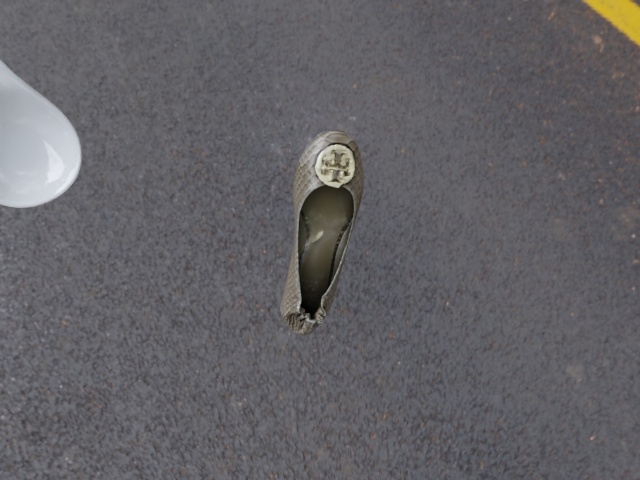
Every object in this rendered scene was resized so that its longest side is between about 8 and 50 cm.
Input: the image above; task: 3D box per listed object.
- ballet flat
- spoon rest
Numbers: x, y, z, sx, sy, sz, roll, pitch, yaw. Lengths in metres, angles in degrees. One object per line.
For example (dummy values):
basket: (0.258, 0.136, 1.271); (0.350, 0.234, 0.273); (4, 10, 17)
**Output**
ballet flat: (0.000, 0.000, 0.746); (0.084, 0.249, 0.058); (7, 22, -16)
spoon rest: (-0.387, -0.164, 0.781); (0.137, 0.276, 0.084); (-30, 30, -20)
